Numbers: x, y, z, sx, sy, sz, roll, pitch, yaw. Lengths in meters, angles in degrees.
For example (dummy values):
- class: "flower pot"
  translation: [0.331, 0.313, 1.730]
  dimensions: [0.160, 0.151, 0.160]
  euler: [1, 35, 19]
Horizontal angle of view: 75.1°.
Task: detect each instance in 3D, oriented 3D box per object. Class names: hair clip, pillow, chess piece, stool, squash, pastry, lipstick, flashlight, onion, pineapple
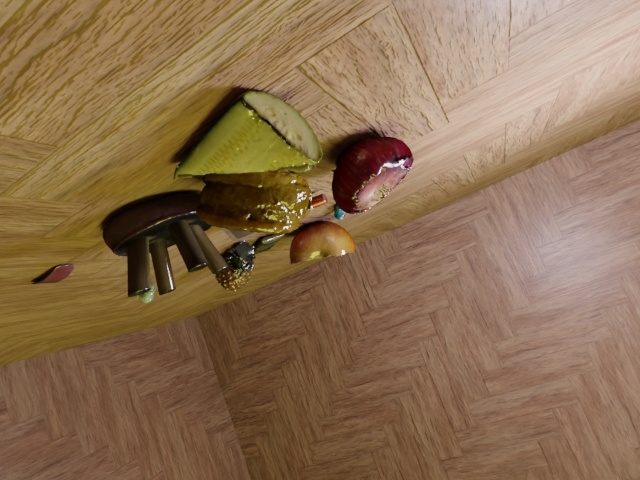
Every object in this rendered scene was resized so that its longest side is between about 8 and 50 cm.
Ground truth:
- class: "hair clip"
  translation: [-0.735, 0.099, 1.146]
  dimensions: [0.137, 0.022, 0.054]
  euler: [-25, 167, 23]
- class: "pillow"
  translation: [-0.233, 0.016, 1.777]
  dimensions: [0.113, 0.038, 0.203]
  euler: [-20, 172, -31]
- class: "chess piece"
  translation: [-0.732, 0.218, 1.774]
  dimensions: [0.059, 0.059, 0.149]
  euler: [-15, 164, -36]
- class: "stool"
  translation: [-0.363, 0.016, 1.015]
  dimensions: [0.272, 0.178, 0.272]
  euler: [-22, 173, -3]
- class: "squash"
  translation: [-0.137, -0.153, 0.765]
  dimensions: [0.169, 0.093, 0.252]
  euler: [37, 136, -24]
- class: "pastry"
  translation: [-0.138, -0.095, 0.896]
  dimensions: [0.240, 0.132, 0.235]
  euler: [9, -169, -1]
- class: "lipstick"
  translation: [-0.107, -0.092, 1.348]
  dimensions: [0.274, 0.061, 0.068]
  euler: [-21, 167, 0]
- class: "flashlight"
  translation: [0.075, -0.118, 1.682]
  dimensions: [0.051, 0.051, 0.129]
  euler: [-22, 166, 3]
- class: "onion"
  translation: [0.129, -0.177, 1.091]
  dimensions: [0.248, 0.161, 0.248]
  euler: [-29, 179, -1]
- class: "pineapple"
  translation: [-0.336, 0.094, 1.723]
  dimensions: [0.158, 0.157, 0.278]
  euler: [-15, 157, -37]

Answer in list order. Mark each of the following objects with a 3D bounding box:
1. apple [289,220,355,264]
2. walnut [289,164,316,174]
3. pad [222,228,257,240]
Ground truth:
- class: "apple"
  translation: [0.000, 0.000, 1.830]
  dimensions: [0.293, 0.163, 0.251]
  euler: [-9, -178, 11]
- class: "walnut"
  translation: [-0.044, -0.183, 0.893]
  dimensions: [0.092, 0.092, 0.092]
  euler: [-21, 171, -3]
- class: "pad"
  translation: [-0.173, -0.080, 1.258]
  dimensions: [0.266, 0.002, 0.176]
  euler: [-22, 151, 4]
